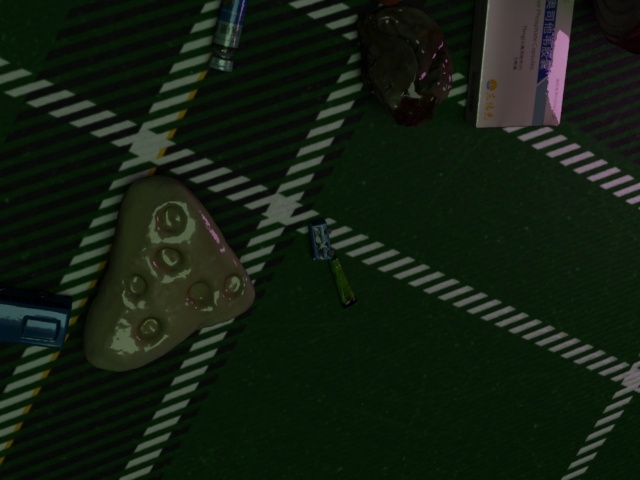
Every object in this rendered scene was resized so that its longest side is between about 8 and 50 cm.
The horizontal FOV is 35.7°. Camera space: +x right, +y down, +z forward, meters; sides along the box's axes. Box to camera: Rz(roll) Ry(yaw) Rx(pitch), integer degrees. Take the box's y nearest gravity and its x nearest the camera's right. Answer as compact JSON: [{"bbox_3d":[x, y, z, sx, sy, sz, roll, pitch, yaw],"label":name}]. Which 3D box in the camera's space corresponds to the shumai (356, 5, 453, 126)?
[{"bbox_3d":[0.178,-0.333,1.894,0.184,0.185,0.218,-18,113,-12],"label":"shumai"}]

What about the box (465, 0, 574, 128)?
[{"bbox_3d":[0.405,-0.401,2.012,0.200,0.065,0.343,-4,110,-18],"label":"box"}]

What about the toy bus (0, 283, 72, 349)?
[{"bbox_3d":[-0.560,0.144,1.862,0.185,0.106,0.090,10,103,-21],"label":"toy bus"}]

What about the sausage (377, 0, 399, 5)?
[{"bbox_3d":[0.089,-0.527,1.858,0.076,0.076,0.197,-43,115,0],"label":"sausage"}]

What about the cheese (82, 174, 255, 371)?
[{"bbox_3d":[-0.332,0.054,1.893,0.351,0.129,0.328,-26,117,-10],"label":"cheese"}]

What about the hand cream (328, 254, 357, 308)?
[{"bbox_3d":[0.045,0.087,2.090,0.036,0.023,0.122,-31,117,-19],"label":"hand cream"}]

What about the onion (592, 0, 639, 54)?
[{"bbox_3d":[0.702,-0.526,1.962,0.260,0.282,0.336,6,93,-23],"label":"onion"}]

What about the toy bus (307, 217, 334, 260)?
[{"bbox_3d":[0.000,0.000,2.035,0.046,0.038,0.083,-12,111,-9],"label":"toy bus"}]

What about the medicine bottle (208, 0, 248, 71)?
[{"bbox_3d":[-0.164,-0.409,1.828,0.051,0.051,0.191,8,106,-21],"label":"medicine bottle"}]
